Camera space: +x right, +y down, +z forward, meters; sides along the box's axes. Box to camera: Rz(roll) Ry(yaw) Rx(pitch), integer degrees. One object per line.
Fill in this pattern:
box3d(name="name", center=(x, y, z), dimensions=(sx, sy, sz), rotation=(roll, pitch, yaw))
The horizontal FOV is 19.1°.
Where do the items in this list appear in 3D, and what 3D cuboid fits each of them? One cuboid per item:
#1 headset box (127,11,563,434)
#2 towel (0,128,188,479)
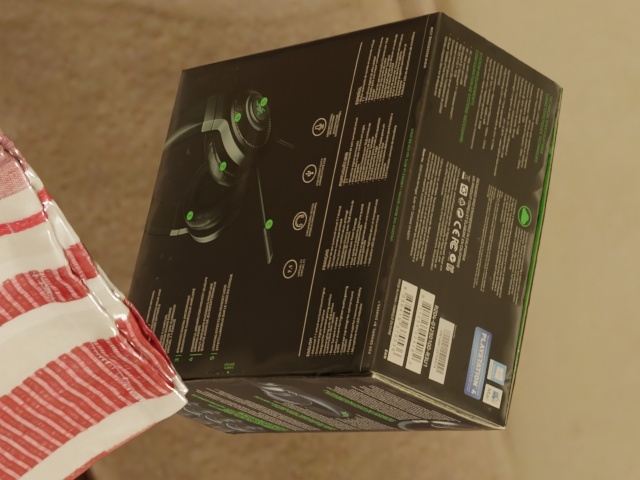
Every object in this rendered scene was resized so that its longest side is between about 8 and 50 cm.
box3d(name="headset box", center=(0.000, 0.000, 1.298), dimensions=(0.283, 0.131, 0.246), rotation=(-8, -115, 45))
box3d(name="towel", center=(-0.213, 0.080, 1.013), dimensions=(0.237, 0.329, 0.037), rotation=(-35, -122, -5))
